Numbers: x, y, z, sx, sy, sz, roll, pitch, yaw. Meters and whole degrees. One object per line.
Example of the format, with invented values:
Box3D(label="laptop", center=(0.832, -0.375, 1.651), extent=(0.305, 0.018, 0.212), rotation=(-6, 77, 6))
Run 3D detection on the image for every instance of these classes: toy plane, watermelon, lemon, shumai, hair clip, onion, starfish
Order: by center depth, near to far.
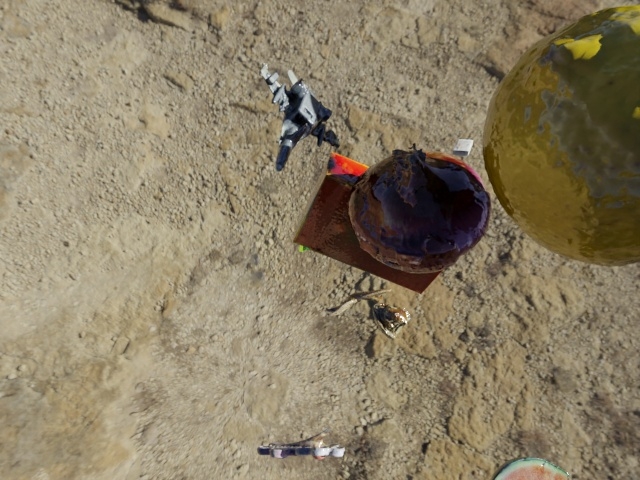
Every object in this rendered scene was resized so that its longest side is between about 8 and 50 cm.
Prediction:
Box3D(label="lemon", center=(0.321, -0.100, 0.453), extent=(0.310, 0.253, 0.254), rotation=(41, 64, -29))
Box3D(label="onion", center=(0.151, -0.067, 0.644), extent=(0.229, 0.163, 0.230), rotation=(-4, 56, 6))
Box3D(label="toy plane", center=(-0.035, -0.197, 0.678), extent=(0.192, 0.088, 0.262), rotation=(39, 30, -26))
Box3D(label="hair clip", center=(-0.056, 0.599, 1.189), extent=(0.256, 0.146, 0.075), rotation=(-16, 72, 16))
Box3D(label="watermelon", center=(0.590, 0.694, 1.220), extent=(0.231, 0.128, 0.146), rotation=(-34, 105, -2))
Box3D(label="starfish", center=(0.111, 0.190, 1.297), extent=(0.237, 0.213, 0.057), rotation=(-5, 72, -49))
Box3D(label="shumai", center=(0.277, 0.294, 1.548), extent=(0.145, 0.116, 0.146), rotation=(38, 33, -30))

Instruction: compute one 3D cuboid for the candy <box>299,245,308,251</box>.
Box3D(label="candy", center=(0.001, 0.000, 1.624), extent=(0.178, 0.032, 0.102), rotation=(5, 94, -32))

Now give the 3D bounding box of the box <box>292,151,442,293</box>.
Box3D(label="box", center=(0.123, -0.028, 0.850), extent=(0.313, 0.197, 0.089), rotation=(22, 43, -8))

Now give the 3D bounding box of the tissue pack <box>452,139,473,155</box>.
Box3D(label="tissue pack", center=(0.511, -0.333, 1.470), extent=(0.056, 0.023, 0.108), rotation=(10, 37, 25))
